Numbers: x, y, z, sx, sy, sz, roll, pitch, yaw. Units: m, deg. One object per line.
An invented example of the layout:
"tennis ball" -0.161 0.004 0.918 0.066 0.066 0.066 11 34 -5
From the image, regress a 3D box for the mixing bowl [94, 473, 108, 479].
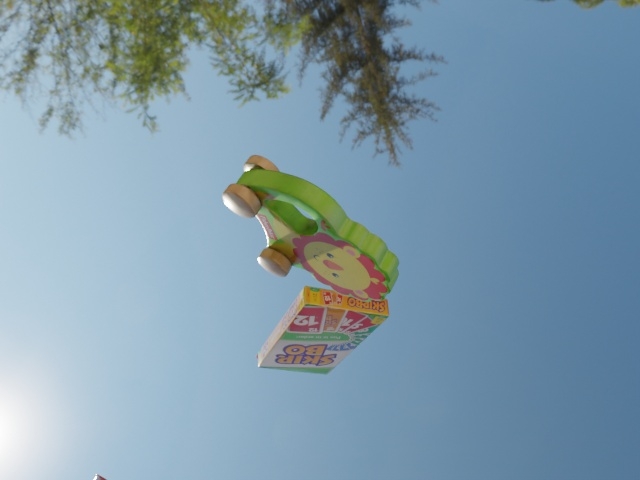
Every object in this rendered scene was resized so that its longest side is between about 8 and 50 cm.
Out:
"mixing bowl" -0.326 0.478 0.900 0.182 0.181 0.098 13 -125 29

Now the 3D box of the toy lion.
"toy lion" 0.000 0.000 0.329 0.096 0.100 0.034 16 -121 29

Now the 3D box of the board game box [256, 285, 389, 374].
"board game box" -0.008 0.150 0.828 0.124 0.259 0.039 11 -124 -18
